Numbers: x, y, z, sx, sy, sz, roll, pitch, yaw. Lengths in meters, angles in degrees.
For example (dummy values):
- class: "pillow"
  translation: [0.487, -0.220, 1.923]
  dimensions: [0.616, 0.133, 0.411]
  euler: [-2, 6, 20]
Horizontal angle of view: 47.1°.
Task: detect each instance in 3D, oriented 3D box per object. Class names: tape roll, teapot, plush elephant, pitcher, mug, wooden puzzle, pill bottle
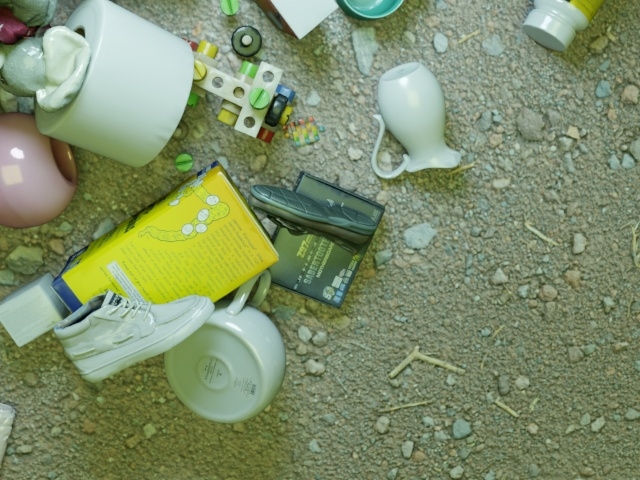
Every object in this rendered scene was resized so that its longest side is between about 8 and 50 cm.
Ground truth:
- class: "tape roll"
  translation: [-0.351, -0.264, 1.241]
  dimensions: [0.169, 0.246, 0.246]
  euler: [20, 99, -39]
- class: "teapot"
  translation: [-0.165, 0.212, 1.428]
  dimensions: [0.256, 0.187, 0.252]
  euler: [-26, 97, 26]
- class: "plush elephant"
  translation: [-0.478, -0.326, 1.094]
  dimensions: [0.330, 0.272, 0.255]
  euler: [-6, 107, -37]
- class: "pitcher"
  translation: [0.164, -0.227, 1.436]
  dimensions: [0.178, 0.125, 0.207]
  euler: [-18, 117, 11]
- class: "mug"
  translation: [0.100, -0.471, 1.373]
  dimensions: [0.158, 0.097, 0.129]
  euler: [28, 96, -15]
- class: "wooden puzzle"
  translation: [-0.032, -0.216, 1.455]
  dimensions: [0.083, 0.006, 0.049]
  euler: [-19, 105, -5]
- class: "pill bottle"
  translation: [0.492, -0.482, 1.425]
  dimensions: [0.119, 0.119, 0.208]
  euler: [30, 96, -14]

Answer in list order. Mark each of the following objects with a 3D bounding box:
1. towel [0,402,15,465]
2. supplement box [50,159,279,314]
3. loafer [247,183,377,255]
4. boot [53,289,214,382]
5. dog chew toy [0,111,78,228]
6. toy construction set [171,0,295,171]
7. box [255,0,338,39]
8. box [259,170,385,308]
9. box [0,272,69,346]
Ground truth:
- class: "towel"
  translation: [-0.804, 0.448, 1.452]
  dimensions: [0.317, 0.053, 0.331]
  euler: [17, 99, -12]
- class: "supplement box"
  translation: [-0.283, 0.033, 1.372]
  dimensions: [0.357, 0.194, 0.195]
  euler: [-34, 106, -1]
- class: "loafer"
  translation: [-0.019, -0.030, 1.379]
  dimensions: [0.268, 0.096, 0.084]
  euler: [15, 113, -26]
- class: "boot"
  translation: [-0.317, 0.133, 1.236]
  dimensions: [0.258, 0.095, 0.123]
  euler: [-29, 113, 0]
- class: "dog chew toy"
  translation: [-0.607, -0.100, 1.293]
  dimensions: [0.332, 0.206, 0.206]
  euler: [-16, 105, 2]
- class: "toy construction set"
  translation: [-0.190, -0.243, 1.304]
  dimensions: [0.309, 0.237, 0.257]
  euler: [-40, 106, 1]
- class: "box"
  translation: [-0.063, -0.444, 1.302]
  dimensions: [0.091, 0.170, 0.130]
  euler: [-40, 118, 1]
- class: "box"
  translation: [0.000, 0.000, 1.482]
  dimensions: [0.184, 0.059, 0.232]
  euler: [23, 97, -13]
- class: "box"
  translation: [-0.544, 0.130, 1.398]
  dimensions: [0.102, 0.101, 0.087]
  euler: [-29, 105, -2]
